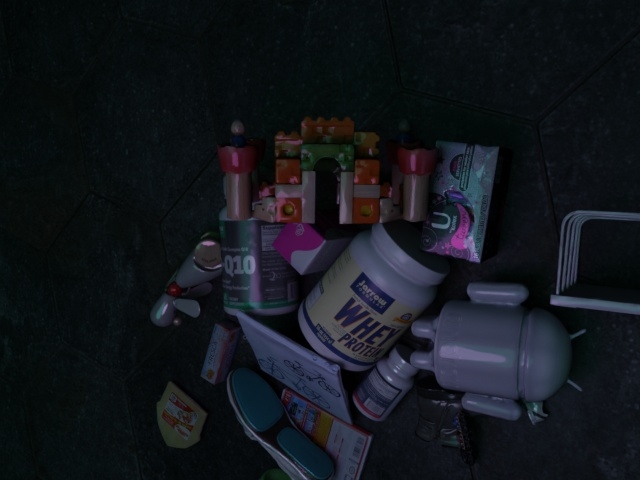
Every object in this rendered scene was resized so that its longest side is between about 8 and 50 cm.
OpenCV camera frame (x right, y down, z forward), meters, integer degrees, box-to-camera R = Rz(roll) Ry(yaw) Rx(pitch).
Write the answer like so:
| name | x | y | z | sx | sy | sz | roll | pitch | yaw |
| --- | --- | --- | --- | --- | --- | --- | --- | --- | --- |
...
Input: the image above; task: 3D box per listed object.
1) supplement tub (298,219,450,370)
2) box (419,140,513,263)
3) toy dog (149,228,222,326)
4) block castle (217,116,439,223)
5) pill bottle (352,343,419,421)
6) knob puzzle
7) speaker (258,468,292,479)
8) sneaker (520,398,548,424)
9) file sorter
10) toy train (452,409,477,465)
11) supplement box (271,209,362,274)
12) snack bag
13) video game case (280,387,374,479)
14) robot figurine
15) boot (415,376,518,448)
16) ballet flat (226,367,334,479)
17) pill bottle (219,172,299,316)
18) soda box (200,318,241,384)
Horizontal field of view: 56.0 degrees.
| name | x | y | z | sx | sy | sz | roll | pitch | yaw |
| --- | --- | --- | --- | --- | --- | --- | --- | --- | --- |
| supplement tub | 0.123 | 0.123 | 1.417 | 0.235 | 0.235 | 0.324 | 46 | 115 | 18 |
| box | 0.320 | -0.088 | 1.327 | 0.142 | 0.163 | 0.247 | 11 | 99 | 27 |
| toy dog | -0.336 | 0.120 | 1.727 | 0.161 | 0.220 | 0.333 | 34 | 122 | -11 |
| block castle | 0.013 | -0.169 | 1.331 | 0.454 | 0.303 | 0.212 | 1 | 103 | 0 |
| pill bottle | 0.169 | 0.347 | 1.486 | 0.108 | 0.108 | 0.180 | 42 | 112 | 20 |
| knob puzzle | -0.442 | 0.566 | 1.898 | 0.213 | 0.030 | 0.213 | 3 | 96 | 29 |
| speaker | -0.159 | 0.799 | 1.704 | 0.131 | 0.131 | 0.296 | 28 | 108 | 25 |
| sneaker | 0.474 | 0.358 | 1.358 | 0.044 | 0.040 | 0.109 | -26 | 85 | 12 |
| file sorter | 0.565 | 0.036 | 1.140 | 0.193 | 0.278 | 0.172 | 6 | 93 | 29 |
| toy train | 0.332 | 0.455 | 1.391 | 0.036 | 0.027 | 0.158 | 3 | 119 | 36 |
| supplement box | 0.000 | 0.000 | 1.485 | 0.111 | 0.220 | 0.114 | 44 | 114 | 19 |
| snack bag | -0.063 | 0.318 | 1.533 | 0.323 | 0.037 | 0.342 | 26 | 151 | 27 |
| video game case | -0.006 | 0.556 | 1.652 | 0.285 | 0.025 | 0.203 | 22 | 105 | 26 |
| robot figurine | 0.376 | 0.235 | 1.297 | 0.354 | 0.200 | 0.299 | 3 | 99 | 25 |
| boot | 0.342 | 0.418 | 1.425 | 0.247 | 0.083 | 0.161 | 3 | 108 | 29 |
| ballet flat | -0.132 | 0.528 | 1.644 | 0.400 | 0.139 | 0.139 | 43 | 113 | 18 |
| pill bottle | -0.162 | 0.007 | 1.588 | 0.204 | 0.204 | 0.360 | 0 | 94 | 30 |
| soda box | -0.292 | 0.327 | 1.772 | 0.058 | 0.063 | 0.183 | 25 | 106 | 26 |
